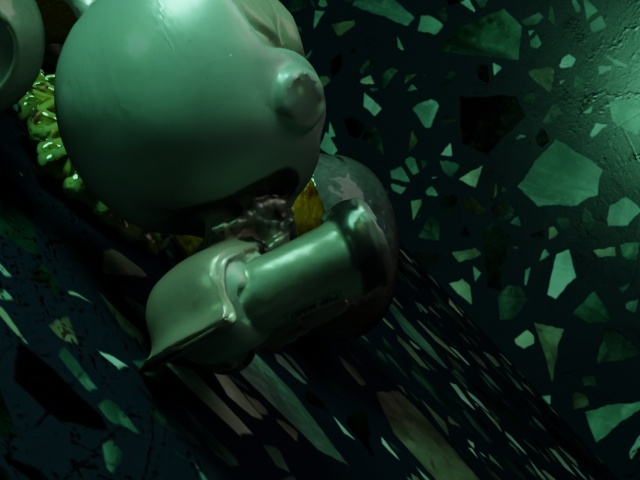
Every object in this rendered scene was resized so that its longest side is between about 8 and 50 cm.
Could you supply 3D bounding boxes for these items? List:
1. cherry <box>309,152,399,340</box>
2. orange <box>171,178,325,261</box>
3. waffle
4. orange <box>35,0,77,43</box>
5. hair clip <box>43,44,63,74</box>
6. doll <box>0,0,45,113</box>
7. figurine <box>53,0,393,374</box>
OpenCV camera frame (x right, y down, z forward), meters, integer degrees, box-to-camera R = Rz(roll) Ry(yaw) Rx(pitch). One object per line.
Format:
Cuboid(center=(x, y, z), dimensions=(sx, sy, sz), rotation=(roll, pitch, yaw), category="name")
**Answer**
Cuboid(center=(0.000, 0.000, 1.721), dimensions=(0.213, 0.183, 0.266), rotation=(92, -16, -67), category="cherry")
Cuboid(center=(-0.076, -0.022, 1.543), dimensions=(0.177, 0.155, 0.178), rotation=(21, 60, -42), category="orange")
Cuboid(center=(-0.226, -0.080, 1.462), dimensions=(0.214, 0.054, 0.208), rotation=(43, 11, -38), category="waffle")
Cuboid(center=(-0.315, -0.355, 1.659), dimensions=(0.274, 0.274, 0.274), rotation=(44, 8, -8), category="orange")
Cuboid(center=(-0.260, -0.223, 1.822), dimensions=(0.146, 0.075, 0.257), rotation=(23, 12, 8), category="hair clip")
Cuboid(center=(-0.325, -0.199, 1.287), dimensions=(0.151, 0.151, 0.287), rotation=(41, 5, -26), category="doll")
Cuboid(center=(-0.094, -0.073, 1.222), dimensions=(0.211, 0.253, 0.361), rotation=(12, 57, -56), category="figurine")
